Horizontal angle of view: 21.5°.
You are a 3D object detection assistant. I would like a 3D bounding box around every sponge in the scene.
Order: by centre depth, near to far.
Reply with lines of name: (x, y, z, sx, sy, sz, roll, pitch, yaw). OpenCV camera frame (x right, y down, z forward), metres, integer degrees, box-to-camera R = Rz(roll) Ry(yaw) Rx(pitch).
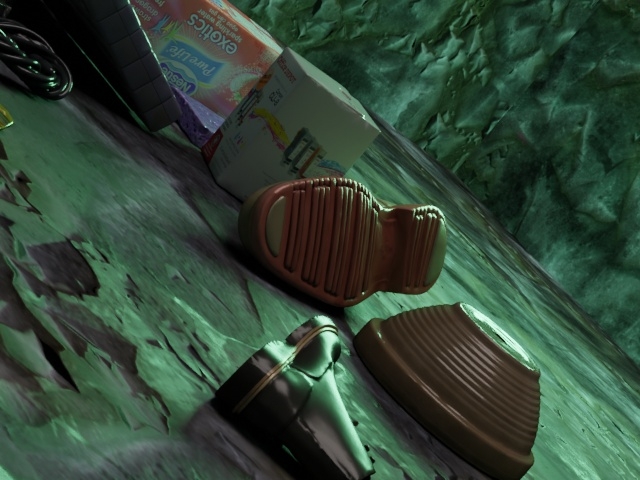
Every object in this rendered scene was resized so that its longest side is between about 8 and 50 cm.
sponge: (-0.114, -0.124, 2.234, 0.210, 0.031, 0.117, 31, 13, -43)

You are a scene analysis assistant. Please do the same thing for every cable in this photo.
cable: (-0.324, -0.199, 1.714, 0.150, 0.047, 0.184, 46, 7, 5)

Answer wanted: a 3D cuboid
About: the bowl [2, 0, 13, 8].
bowl: (-0.406, -0.351, 1.964, 0.170, 0.080, 0.170, 39, 9, -7)

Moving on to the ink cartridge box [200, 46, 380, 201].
ink cartridge box: (-0.038, -0.124, 2.079, 0.127, 0.176, 0.128, 37, 9, -24)

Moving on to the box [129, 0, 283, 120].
box: (-0.192, -0.280, 2.304, 0.300, 0.142, 0.154, 34, 11, -35)

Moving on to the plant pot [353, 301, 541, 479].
plant pot: (0.158, 0.143, 1.825, 0.237, 0.110, 0.237, 38, 9, -7)

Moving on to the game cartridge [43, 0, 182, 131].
game cartridge: (-0.289, -0.301, 2.019, 0.355, 0.068, 0.230, 49, -8, 41)

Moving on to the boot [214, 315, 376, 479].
boot: (0.002, 0.141, 1.348, 0.137, 0.077, 0.198, 46, 23, 7)

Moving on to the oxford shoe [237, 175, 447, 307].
oxford shoe: (0.000, 0.000, 1.927, 0.146, 0.140, 0.397, 10, -2, 30)

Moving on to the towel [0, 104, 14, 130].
towel: (-0.321, -0.120, 1.389, 0.102, 0.021, 0.237, 39, 9, -2)
